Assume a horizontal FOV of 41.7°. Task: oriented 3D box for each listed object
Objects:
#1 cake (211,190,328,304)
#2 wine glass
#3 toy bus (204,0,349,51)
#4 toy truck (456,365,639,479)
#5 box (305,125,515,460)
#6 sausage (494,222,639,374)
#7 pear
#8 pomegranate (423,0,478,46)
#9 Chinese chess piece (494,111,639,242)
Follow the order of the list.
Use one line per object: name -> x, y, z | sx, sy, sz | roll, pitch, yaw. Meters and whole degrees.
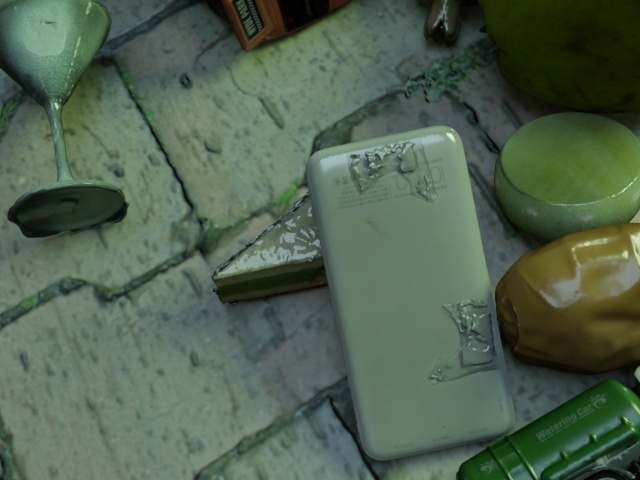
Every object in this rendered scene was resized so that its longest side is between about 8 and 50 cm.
cake -> -0.001, -0.018, 0.823 | 0.220, 0.086, 0.117 | -11, 67, 1
wine glass -> -0.276, -0.130, 0.877 | 0.156, 0.156, 0.232 | -15, 71, 0
toy bus -> -0.133, -0.417, 0.949 | 0.233, 0.203, 0.427 | -45, 69, -8
toy truck -> 0.238, 0.184, 0.696 | 0.242, 0.101, 0.125 | -29, 44, 1
box -> 0.081, 0.048, 0.751 | 0.142, 0.044, 0.285 | -11, 94, 0
sausage -> 0.276, 0.048, 0.744 | 0.241, 0.136, 0.120 | -10, 59, -3
pear -> 0.303, -0.259, 0.793 | 0.321, 0.269, 0.269 | -22, 64, 25
pomegranate -> 0.143, -0.287, 0.917 | 0.114, 0.114, 0.142 | 14, 92, 12
Chinese chess piece -> 0.241, -0.061, 0.812 | 0.144, 0.058, 0.144 | -7, 46, 7
